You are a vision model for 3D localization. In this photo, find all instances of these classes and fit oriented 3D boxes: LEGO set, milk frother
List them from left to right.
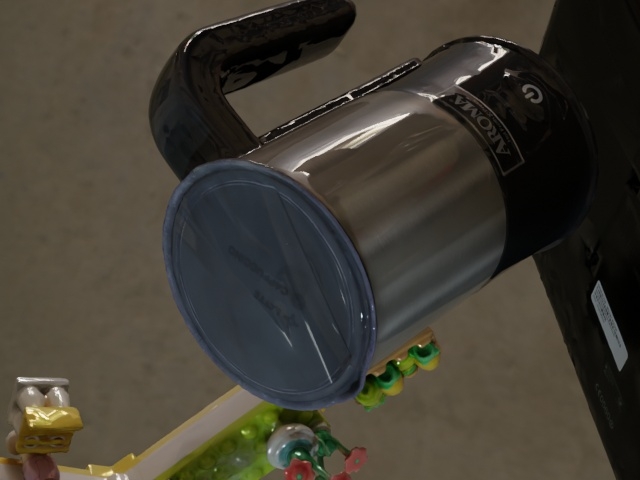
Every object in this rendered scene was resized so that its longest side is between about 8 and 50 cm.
[{"bbox_3d":[-0.070,0.111,0.622,0.287,0.132,0.107,-7,35,-20],"label":"LEGO set"},{"bbox_3d":[0.000,0.000,0.518,0.129,0.135,0.143,37,132,22],"label":"milk frother"}]

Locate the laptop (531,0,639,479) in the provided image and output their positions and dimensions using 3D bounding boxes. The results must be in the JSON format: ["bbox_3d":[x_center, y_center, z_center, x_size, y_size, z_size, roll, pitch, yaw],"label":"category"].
[{"bbox_3d":[0.183,-0.025,0.529,0.136,0.264,0.234,-6,55,-12],"label":"laptop"}]
